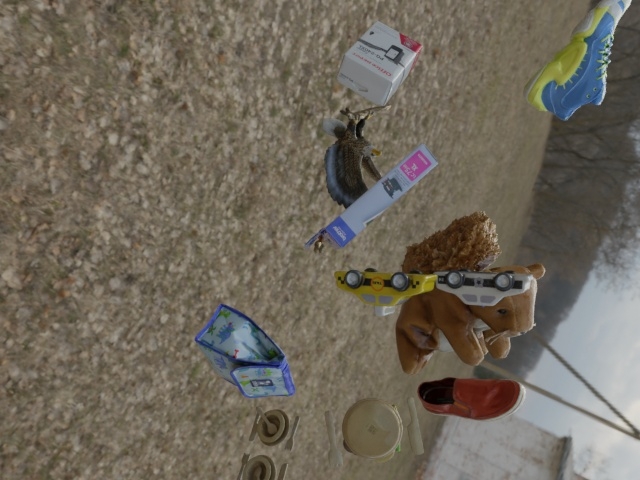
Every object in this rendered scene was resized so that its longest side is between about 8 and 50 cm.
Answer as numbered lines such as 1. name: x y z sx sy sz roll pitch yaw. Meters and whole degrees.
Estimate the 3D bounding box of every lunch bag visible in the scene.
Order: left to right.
1. lunch bag: -0.112 0.193 0.935 0.096 0.151 0.129 -57 157 -28

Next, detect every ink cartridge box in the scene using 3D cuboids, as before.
1. ink cartridge box: 0.098 -0.069 1.218 0.311 0.065 0.186 -39 179 -3
2. ink cartridge box: 0.115 -0.346 1.120 0.150 0.109 0.063 -54 173 -36

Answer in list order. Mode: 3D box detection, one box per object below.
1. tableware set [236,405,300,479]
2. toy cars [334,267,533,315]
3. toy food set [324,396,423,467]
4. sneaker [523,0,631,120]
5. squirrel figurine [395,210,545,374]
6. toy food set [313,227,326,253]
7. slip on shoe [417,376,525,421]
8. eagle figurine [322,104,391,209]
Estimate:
1. tableware set: -0.131 0.483 1.330 0.039 0.128 0.194 47 51 -48
2. toy cars: 0.224 0.101 1.128 0.176 0.393 0.087 -176 -93 -76
3. toy food set: 0.106 0.389 1.181 0.038 0.192 0.132 81 1 -84
4. sneaker: 0.489 -0.321 1.039 0.240 0.126 0.091 -52 170 34
5. squirrel figurine: 0.371 0.115 1.463 0.370 0.281 0.397 131 -46 -59
6. toy food set: 0.000 0.000 1.660 0.122 0.019 0.078 158 -50 -80
7. slip on shoe: 0.425 0.449 1.663 0.101 0.331 0.123 43 51 -34
8. eagle figurine: 0.123 -0.256 1.791 0.225 0.226 0.298 -91 177 -69
